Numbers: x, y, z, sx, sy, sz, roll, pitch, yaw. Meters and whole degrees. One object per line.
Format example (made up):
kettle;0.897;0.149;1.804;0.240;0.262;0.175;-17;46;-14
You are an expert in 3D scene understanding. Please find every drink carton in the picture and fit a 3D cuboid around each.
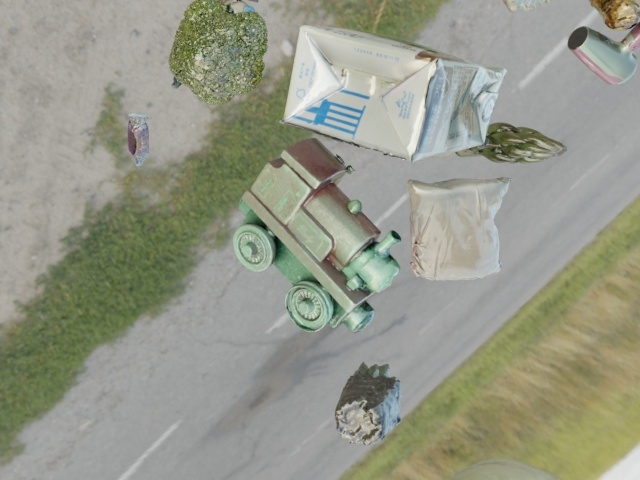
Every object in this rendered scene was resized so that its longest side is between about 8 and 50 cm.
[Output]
drink carton;0.113;-0.205;0.953;0.324;0.194;0.132;-20;128;-60

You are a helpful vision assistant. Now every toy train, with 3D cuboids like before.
toy train;0.000;0.000;1.131;0.221;0.304;0.150;-50;168;35

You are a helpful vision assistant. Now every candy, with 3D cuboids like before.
candy;-0.405;-0.227;1.542;0.045;0.043;0.175;-26;154;-29

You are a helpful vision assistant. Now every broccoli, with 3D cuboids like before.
broccoli;-0.126;-0.235;0.868;0.120;0.130;0.131;-52;151;-57

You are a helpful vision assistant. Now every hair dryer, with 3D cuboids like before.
hair dryer;0.438;-0.295;0.971;0.106;0.054;0.154;25;133;-32

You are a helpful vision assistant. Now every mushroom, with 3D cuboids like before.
mushroom;0.379;-0.399;1.073;0.208;0.302;0.233;-12;162;32

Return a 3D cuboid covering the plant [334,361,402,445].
plant;0.112;0.356;1.525;0.194;0.132;0.129;-44;138;-62

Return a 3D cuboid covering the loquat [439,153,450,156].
loquat;0.282;-0.269;1.680;0.141;0.141;0.141;-32;155;-17

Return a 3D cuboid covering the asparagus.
asparagus;0.313;-0.183;1.288;0.080;0.287;0.080;-25;122;-49

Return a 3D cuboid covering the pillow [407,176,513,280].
pillow;0.234;-0.018;1.170;0.173;0.067;0.270;-7;141;2

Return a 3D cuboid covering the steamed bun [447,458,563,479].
steamed bun;0.377;0.580;1.309;0.334;0.312;0.233;11;166;-17

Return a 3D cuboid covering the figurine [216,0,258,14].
figurine;-0.201;-0.560;1.710;0.103;0.260;0.205;-47;132;-2
